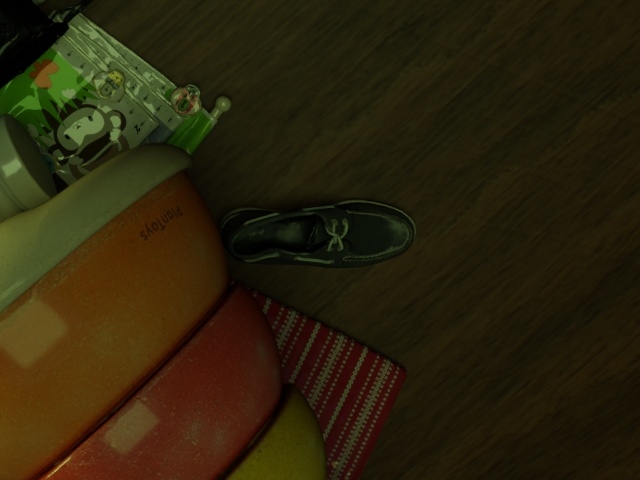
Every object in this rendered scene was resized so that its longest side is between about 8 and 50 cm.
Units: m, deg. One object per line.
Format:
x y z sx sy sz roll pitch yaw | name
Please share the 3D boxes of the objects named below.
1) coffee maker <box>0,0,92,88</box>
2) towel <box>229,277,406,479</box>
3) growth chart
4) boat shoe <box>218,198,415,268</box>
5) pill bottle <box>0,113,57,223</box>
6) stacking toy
-0.321 -0.232 0.905 0.171 0.120 0.178 -41 98 -17 | coffee maker
-0.064 0.165 1.065 0.274 0.031 0.199 28 83 -14 | towel
-0.231 -0.129 0.993 0.237 0.021 0.172 32 100 -13 | growth chart
0.000 0.000 1.031 0.206 0.065 0.075 0 104 -7 | boat shoe
-0.383 -0.017 0.938 0.264 0.146 0.146 -27 106 1 | pill bottle
-0.116 0.188 0.877 0.350 0.350 0.480 -41 93 5 | stacking toy
